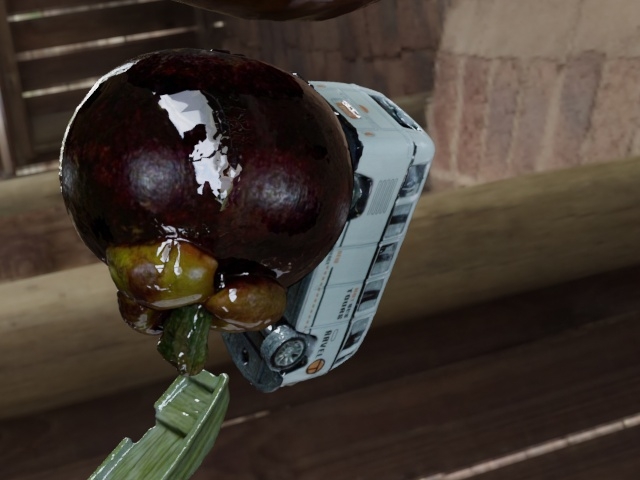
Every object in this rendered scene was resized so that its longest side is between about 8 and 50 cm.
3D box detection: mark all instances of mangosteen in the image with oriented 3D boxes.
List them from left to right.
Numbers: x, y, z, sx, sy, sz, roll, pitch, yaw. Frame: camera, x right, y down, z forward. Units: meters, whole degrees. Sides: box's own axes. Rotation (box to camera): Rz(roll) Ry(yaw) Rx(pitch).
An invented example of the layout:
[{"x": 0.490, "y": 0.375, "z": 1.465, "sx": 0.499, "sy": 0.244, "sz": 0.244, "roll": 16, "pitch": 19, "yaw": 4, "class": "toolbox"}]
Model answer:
[{"x": -0.048, "y": -0.012, "z": 0.478, "sx": 0.140, "sy": 0.140, "sz": 0.140, "roll": 167, "pitch": 90, "yaw": -72, "class": "mangosteen"}]

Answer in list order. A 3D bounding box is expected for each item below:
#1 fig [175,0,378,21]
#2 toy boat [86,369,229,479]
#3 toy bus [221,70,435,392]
[{"x": -0.041, "y": -0.206, "z": 0.499, "sx": 0.235, "sy": 0.235, "sz": 0.214, "roll": -125, "pitch": 27, "yaw": -48, "class": "fig"}, {"x": -0.195, "y": 0.246, "z": 1.124, "sx": 0.093, "sy": 0.293, "sz": 0.055, "roll": 18, "pitch": 148, "yaw": 48, "class": "toy boat"}, {"x": 0.000, "y": 0.000, "z": 0.677, "sx": 0.087, "sy": 0.089, "sz": 0.194, "roll": 48, "pitch": 132, "yaw": 41, "class": "toy bus"}]
